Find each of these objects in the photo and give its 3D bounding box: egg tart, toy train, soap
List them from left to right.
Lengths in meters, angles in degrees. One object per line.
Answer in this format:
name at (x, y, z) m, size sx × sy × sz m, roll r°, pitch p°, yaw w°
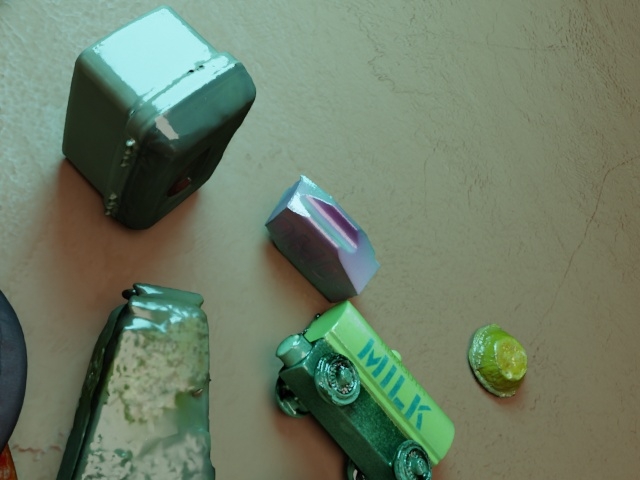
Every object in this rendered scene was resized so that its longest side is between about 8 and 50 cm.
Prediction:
soap at (0.000, 0.000, 0.781) m, size 0.149 × 0.100 × 0.056 m, roll 46°, pitch 58°, yaw -11°
toy train at (0.058, 0.185, 0.764) m, size 0.253 × 0.105 × 0.157 m, roll 49°, pitch 44°, yaw -9°
egg tart at (0.255, 0.167, 0.913) m, size 0.105 × 0.039 × 0.105 m, roll 8°, pitch 72°, yaw -26°

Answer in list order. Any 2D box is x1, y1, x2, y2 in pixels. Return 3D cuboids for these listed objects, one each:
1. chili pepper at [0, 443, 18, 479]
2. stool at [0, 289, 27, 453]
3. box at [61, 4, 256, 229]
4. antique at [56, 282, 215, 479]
chili pepper at (-0.298, 0.229, 0.564) m, size 0.071 × 0.063 × 0.272 m, roll -1°, pitch 72°, yaw -43°
stool at (-0.368, 0.093, 0.467) m, size 0.272 × 0.178 × 0.271 m, roll 6°, pitch 67°, yaw -14°
box at (-0.170, -0.116, 0.659) m, size 0.129 × 0.210 × 0.148 m, roll 45°, pitch 57°, yaw -2°
antique at (-0.173, 0.183, 0.609) m, size 0.150 × 0.125 × 0.284 m, roll 13°, pitch 69°, yaw -27°
